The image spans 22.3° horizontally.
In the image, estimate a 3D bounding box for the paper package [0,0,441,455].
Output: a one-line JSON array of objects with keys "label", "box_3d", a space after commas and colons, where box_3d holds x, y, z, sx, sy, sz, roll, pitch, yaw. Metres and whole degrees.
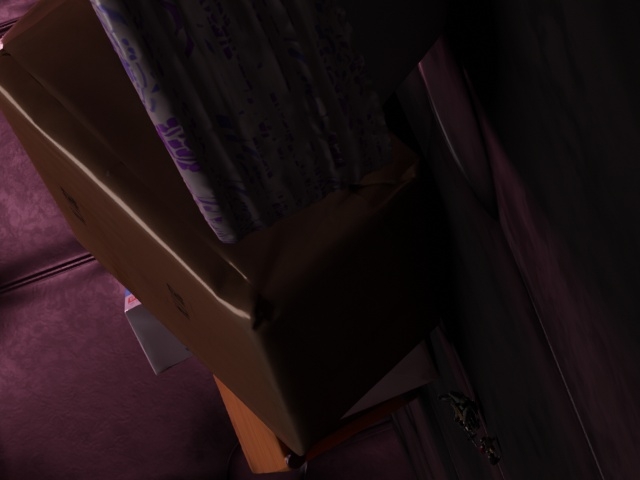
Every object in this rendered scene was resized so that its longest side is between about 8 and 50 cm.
[{"label": "paper package", "box_3d": [-0.071, -0.029, 1.218, 0.309, 0.168, 0.325, 42, 168, 20]}]

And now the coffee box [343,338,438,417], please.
[{"label": "coffee box", "box_3d": [0.000, 0.000, 1.582, 0.168, 0.119, 0.297, 67, -179, -51]}]

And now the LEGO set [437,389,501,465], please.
[{"label": "LEGO set", "box_3d": [0.121, 0.140, 1.269, 0.083, 0.023, 0.054, 52, 170, 35]}]

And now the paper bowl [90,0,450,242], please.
[{"label": "paper bowl", "box_3d": [-0.044, -0.153, 0.726, 0.284, 0.148, 0.284, 154, 90, -88]}]

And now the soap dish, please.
[{"label": "soap dish", "box_3d": [-0.017, 0.109, 1.880, 0.118, 0.229, 0.291, 31, 145, 59]}]

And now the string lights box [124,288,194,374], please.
[{"label": "string lights box", "box_3d": [-0.123, 0.034, 1.646, 0.260, 0.133, 0.077, -111, -4, -72]}]
